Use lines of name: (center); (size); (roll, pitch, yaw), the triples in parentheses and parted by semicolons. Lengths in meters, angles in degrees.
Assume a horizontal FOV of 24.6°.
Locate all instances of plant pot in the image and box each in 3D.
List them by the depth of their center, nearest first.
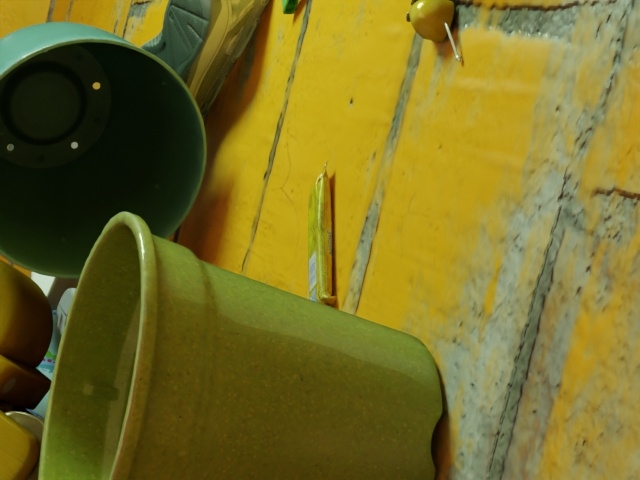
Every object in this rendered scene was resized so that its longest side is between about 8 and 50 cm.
plant pot: (-0.057, 0.139, 1.115); (0.276, 0.254, 0.276); (-167, 90, -70)
plant pot: (-0.314, -0.132, 1.789); (0.235, 0.293, 0.293); (44, 120, 58)

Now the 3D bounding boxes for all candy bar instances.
candy bar: (0.000, 0.000, 1.387); (0.040, 0.018, 0.161); (123, 151, -52)

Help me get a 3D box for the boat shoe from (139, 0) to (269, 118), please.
boat shoe: (-0.151, -0.230, 1.836); (0.118, 0.103, 0.320); (63, 150, 19)

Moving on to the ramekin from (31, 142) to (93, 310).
ramekin: (-0.307, -0.026, 2.062); (0.277, 0.135, 0.277); (-167, 90, -71)

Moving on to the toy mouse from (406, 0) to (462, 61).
toy mouse: (0.102, -0.241, 1.231); (0.161, 0.031, 0.143); (-122, 48, -63)

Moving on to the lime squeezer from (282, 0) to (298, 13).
lime squeezer: (0.009, -0.325, 1.499); (0.310, 0.059, 0.109); (165, 116, -67)

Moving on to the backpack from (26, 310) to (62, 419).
backpack: (-0.463, 0.226, 2.160); (0.355, 0.290, 0.273); (-102, 24, -67)

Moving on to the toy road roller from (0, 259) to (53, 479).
toy road roller: (-0.412, 0.170, 1.882); (0.240, 0.330, 0.202); (-54, -16, -4)

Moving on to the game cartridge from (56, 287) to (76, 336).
game cartridge: (-0.142, 0.118, 1.438); (0.060, 0.196, 0.294); (-69, 22, 4)
